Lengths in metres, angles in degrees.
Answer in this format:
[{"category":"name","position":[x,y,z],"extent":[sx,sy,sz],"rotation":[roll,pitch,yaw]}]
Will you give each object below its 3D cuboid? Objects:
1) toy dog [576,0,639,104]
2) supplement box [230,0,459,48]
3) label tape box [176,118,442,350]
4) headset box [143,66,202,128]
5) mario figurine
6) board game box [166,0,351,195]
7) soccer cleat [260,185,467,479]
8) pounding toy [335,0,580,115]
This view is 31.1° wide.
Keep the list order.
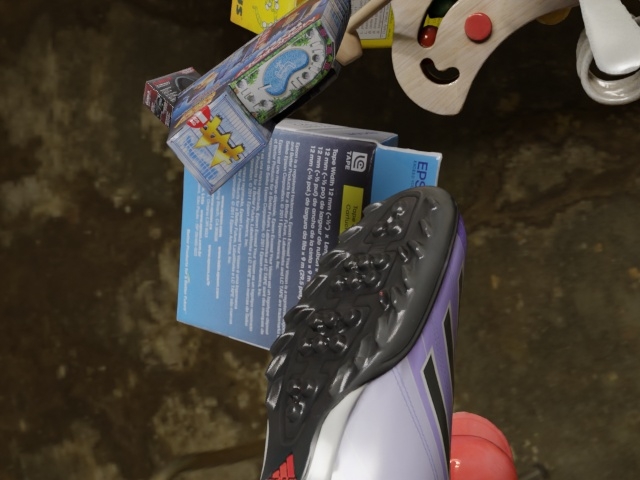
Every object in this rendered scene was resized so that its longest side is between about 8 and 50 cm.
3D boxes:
[{"category":"toy dog","position":[0.296,-0.219,0.969],"extent":[0.333,0.161,0.220],"rotation":[-13,108,43]},{"category":"supplement box","position":[0.058,-0.431,1.882],"extent":[0.195,0.356,0.194],"rotation":[34,123,49]},{"category":"label tape box","position":[0.000,0.000,1.275],"extent":[0.347,0.115,0.249],"rotation":[12,103,36]},{"category":"headset box","position":[-0.142,-0.145,1.210],"extent":[0.083,0.062,0.032],"rotation":[45,139,26]},{"category":"mario figurine","position":[0.088,0.229,1.089],"extent":[0.320,0.198,0.170],"rotation":[-41,62,59]},{"category":"board game box","position":[-0.054,-0.123,0.976],"extent":[0.194,0.194,0.060],"rotation":[-33,109,21]},{"category":"soccer cleat","position":[0.028,0.123,0.623],"extent":[0.108,0.116,0.318],"rotation":[-13,52,52]},{"category":"pounding toy","position":[0.141,-0.212,1.174],"extent":[0.269,0.155,0.154],"rotation":[-21,99,13]}]
